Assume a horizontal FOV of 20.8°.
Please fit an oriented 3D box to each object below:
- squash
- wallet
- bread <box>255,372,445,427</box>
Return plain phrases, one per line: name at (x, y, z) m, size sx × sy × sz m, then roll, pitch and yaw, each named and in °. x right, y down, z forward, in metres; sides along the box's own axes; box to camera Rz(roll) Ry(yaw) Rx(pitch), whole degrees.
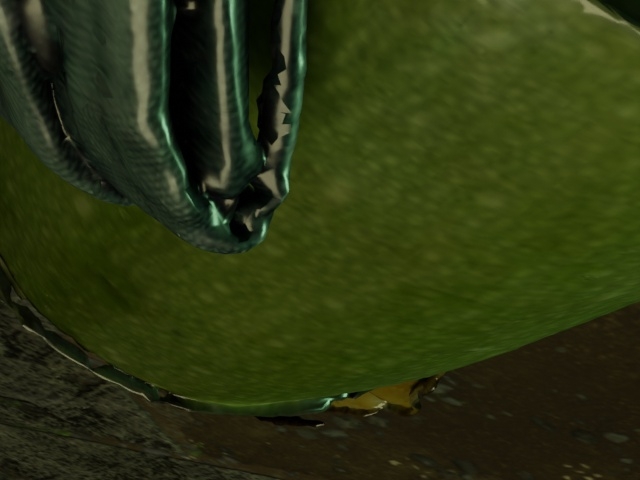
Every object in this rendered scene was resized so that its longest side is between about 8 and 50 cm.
squash at (0.033, -0.094, 0.536) m, size 0.263 × 0.263 × 0.384 m, roll 25°, pitch 157°, yaw -15°
wallet at (-0.119, -0.167, 0.411) m, size 0.342 × 0.075 × 0.237 m, roll 45°, pitch 149°, yaw 39°
bread at (0.006, -0.005, 0.911) m, size 0.260 × 0.158 × 0.156 m, roll 1°, pitch 142°, yaw 36°
